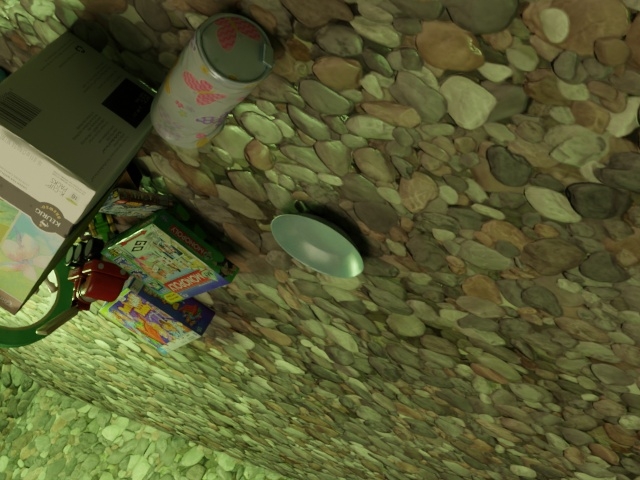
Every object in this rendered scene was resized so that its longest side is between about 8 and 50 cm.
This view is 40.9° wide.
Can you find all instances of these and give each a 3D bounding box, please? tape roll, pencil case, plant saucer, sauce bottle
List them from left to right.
[{"bbox_3d":[-0.850,0.135,2.371,0.321,0.321,0.077,38,152,-18],"label":"tape roll"},{"bbox_3d":[-0.601,-0.019,2.172,0.042,0.042,0.128,42,149,-25],"label":"sauce bottle"},{"bbox_3d":[-0.168,-0.231,1.290,0.124,0.113,0.273,26,156,-16],"label":"pencil case"},{"bbox_3d":[0.000,0.000,1.617,0.195,0.037,0.195,22,152,12],"label":"plant saucer"}]

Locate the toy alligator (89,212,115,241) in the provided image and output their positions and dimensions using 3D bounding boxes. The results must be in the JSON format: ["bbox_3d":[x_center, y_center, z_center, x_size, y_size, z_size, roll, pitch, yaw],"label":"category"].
[{"bbox_3d":[-0.523,-0.060,2.016,0.189,0.056,0.051,97,150,-62],"label":"toy alligator"}]

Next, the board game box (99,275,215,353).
[{"bbox_3d":[-0.459,0.199,2.373,0.233,0.078,0.347,36,153,-13],"label":"board game box"}]

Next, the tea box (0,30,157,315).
[{"bbox_3d":[-0.463,-0.115,1.426,0.220,0.329,0.323,34,122,-10],"label":"tea box"}]

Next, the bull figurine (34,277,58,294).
[{"bbox_3d":[-0.782,0.046,2.243,0.101,0.310,0.188,-24,135,7],"label":"bull figurine"}]

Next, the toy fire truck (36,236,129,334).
[{"bbox_3d":[-0.590,0.127,2.143,0.159,0.246,0.217,19,162,-32],"label":"toy fire truck"}]

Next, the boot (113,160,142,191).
[{"bbox_3d":[-0.450,-0.187,1.689,0.115,0.112,0.305,-3,148,17],"label":"boot"}]

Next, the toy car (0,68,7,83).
[{"bbox_3d":[-0.655,-0.181,1.716,0.210,0.237,0.219,29,154,0],"label":"toy car"}]

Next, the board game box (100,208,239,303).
[{"bbox_3d":[-0.343,0.044,1.917,0.213,0.046,0.317,40,150,-19],"label":"board game box"}]

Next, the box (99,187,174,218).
[{"bbox_3d":[-0.386,-0.076,1.775,0.094,0.027,0.137,-18,163,40],"label":"box"}]

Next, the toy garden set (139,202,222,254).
[{"bbox_3d":[-0.333,0.006,1.941,0.204,0.049,0.244,6,146,38],"label":"toy garden set"}]
